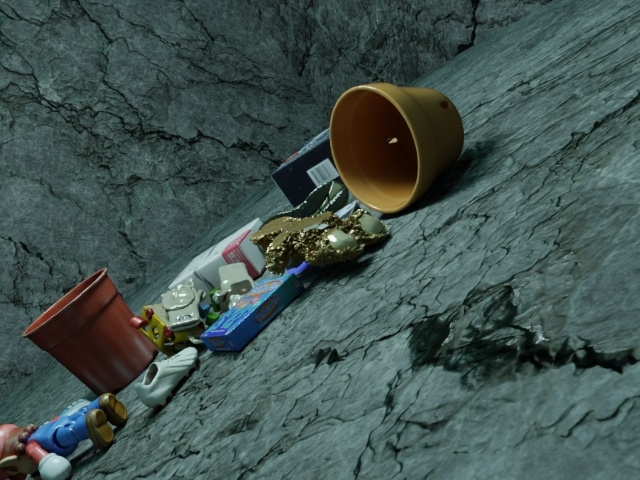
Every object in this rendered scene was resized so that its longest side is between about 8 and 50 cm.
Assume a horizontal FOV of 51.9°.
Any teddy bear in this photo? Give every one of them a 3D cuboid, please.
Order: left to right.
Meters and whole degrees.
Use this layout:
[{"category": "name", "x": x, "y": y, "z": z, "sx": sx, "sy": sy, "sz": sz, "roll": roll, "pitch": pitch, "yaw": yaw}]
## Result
[{"category": "teddy bear", "x": -0.006, "y": 0.010, "z": 1.450, "sx": 0.337, "sy": 0.113, "sz": 0.245, "roll": -11, "pitch": 21, "yaw": 32}]

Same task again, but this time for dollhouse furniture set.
[{"category": "dollhouse furniture set", "x": -0.218, "y": 0.154, "z": 1.713, "sx": 0.151, "sy": 0.059, "sz": 0.076, "roll": -6, "pitch": 20, "yaw": 27}]

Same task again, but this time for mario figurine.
[{"category": "mario figurine", "x": -0.571, "y": 0.455, "z": 1.429, "sx": 0.320, "sy": 0.170, "sz": 0.198, "roll": -23, "pitch": -21, "yaw": 13}]

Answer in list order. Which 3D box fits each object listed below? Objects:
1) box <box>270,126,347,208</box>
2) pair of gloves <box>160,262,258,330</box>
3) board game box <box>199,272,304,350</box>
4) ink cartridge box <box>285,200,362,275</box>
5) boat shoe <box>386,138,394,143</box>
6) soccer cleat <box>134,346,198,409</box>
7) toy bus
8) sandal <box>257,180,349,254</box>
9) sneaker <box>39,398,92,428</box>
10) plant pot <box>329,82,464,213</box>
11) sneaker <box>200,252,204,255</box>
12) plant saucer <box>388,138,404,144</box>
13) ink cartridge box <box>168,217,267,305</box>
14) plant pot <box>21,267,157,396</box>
[{"category": "box", "x": 0.055, "y": -0.286, "z": 2.243, "sx": 0.343, "sy": 0.179, "sz": 0.312, "roll": -28, "pitch": 14, "yaw": 32}, {"category": "pair of gloves", "x": -0.269, "y": 0.141, "z": 1.625, "sx": 0.240, "sy": 0.042, "sz": 0.204, "roll": -18, "pitch": 31, "yaw": -16}, {"category": "board game box", "x": -0.152, "y": 0.160, "z": 1.457, "sx": 0.210, "sy": 0.047, "sz": 0.160, "roll": -42, "pitch": 13, "yaw": -31}, {"category": "ink cartridge box", "x": 0.000, "y": 0.000, "z": 1.647, "sx": 0.206, "sy": 0.045, "sz": 0.208, "roll": -30, "pitch": 15, "yaw": 23}, {"category": "boat shoe", "x": 0.230, "y": -0.327, "z": 2.065, "sx": 0.127, "sy": 0.113, "sz": 0.340, "roll": -25, "pitch": 16, "yaw": 42}, {"category": "soccer cleat", "x": -0.327, "y": 0.280, "z": 1.418, "sx": 0.068, "sy": 0.076, "sz": 0.196, "roll": -29, "pitch": 14, "yaw": 29}, {"category": "toy bus", "x": -0.361, "y": 0.232, "z": 1.619, "sx": 0.202, "sy": 0.190, "sz": 0.104, "roll": -74, "pitch": -4, "yaw": -72}, {"category": "sandal", "x": -0.044, "y": -0.049, "z": 1.853, "sx": 0.302, "sy": 0.120, "sz": 0.086, "roll": -33, "pitch": -15, "yaw": 7}, {"category": "sneaker", "x": -0.616, "y": 0.452, "z": 1.591, "sx": 0.083, "sy": 0.071, "sz": 0.191, "roll": -17, "pitch": 23, "yaw": 42}, {"category": "plant pot", "x": 0.189, "y": -0.232, "z": 1.510, "sx": 0.203, "sy": 0.291, "sz": 0.291, "roll": -25, "pitch": 5, "yaw": -33}, {"category": "sneaker", "x": -0.367, "y": 0.063, "z": 2.327, "sx": 0.094, "sy": 0.090, "sz": 0.235, "roll": -31, "pitch": 11, "yaw": -22}, {"category": "plant saucer", "x": 0.214, "y": -0.234, "z": 1.747, "sx": 0.200, "sy": 0.037, "sz": 0.200, "roll": -35, "pitch": -16, "yaw": -12}, {"category": "ink cartridge box", "x": -0.284, "y": 0.078, "z": 1.951, "sx": 0.283, "sy": 0.117, "sz": 0.207, "roll": -31, "pitch": 14, "yaw": 23}, {"category": "plant pot", "x": -0.601, "y": 0.262, "z": 1.771, "sx": 0.272, "sy": 0.265, "sz": 0.272, "roll": -34, "pitch": 15, "yaw": 10}]
